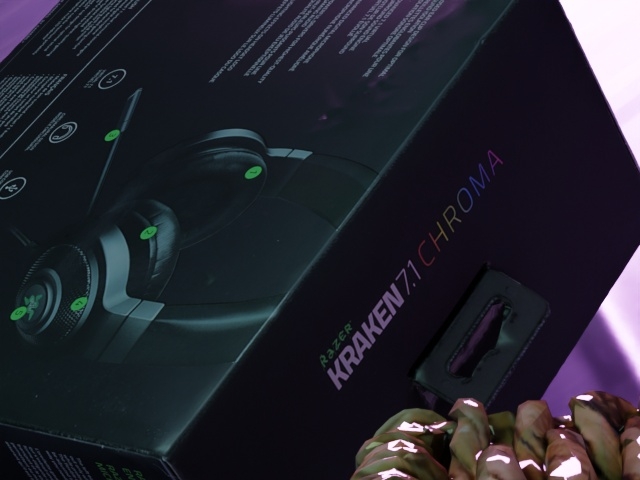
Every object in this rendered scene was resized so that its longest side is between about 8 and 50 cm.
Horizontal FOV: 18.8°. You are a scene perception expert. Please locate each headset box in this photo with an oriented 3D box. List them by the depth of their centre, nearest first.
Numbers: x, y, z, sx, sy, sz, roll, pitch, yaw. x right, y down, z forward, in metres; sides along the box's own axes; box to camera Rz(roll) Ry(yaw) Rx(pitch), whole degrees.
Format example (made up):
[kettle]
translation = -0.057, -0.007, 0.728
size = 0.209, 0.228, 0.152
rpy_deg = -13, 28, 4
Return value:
[headset box]
translation = -0.043, 0.018, 0.743
size = 0.283, 0.131, 0.246
rpy_deg = 4, 47, 42

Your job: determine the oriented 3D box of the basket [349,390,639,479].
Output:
[basket]
translation = 0.118, 0.152, 0.312
size = 0.223, 0.213, 0.299
rpy_deg = -6, 12, 3
